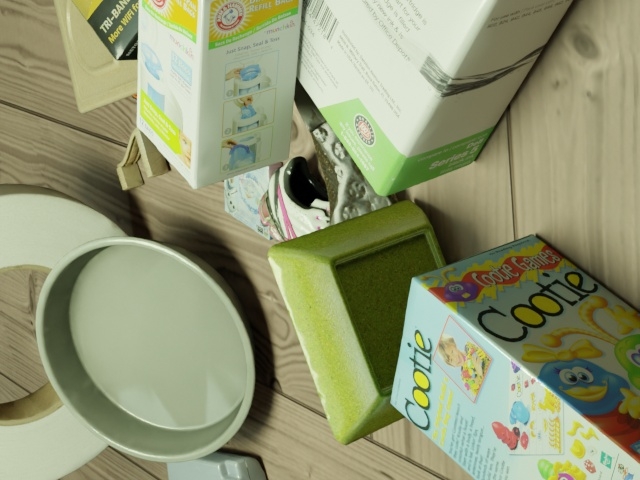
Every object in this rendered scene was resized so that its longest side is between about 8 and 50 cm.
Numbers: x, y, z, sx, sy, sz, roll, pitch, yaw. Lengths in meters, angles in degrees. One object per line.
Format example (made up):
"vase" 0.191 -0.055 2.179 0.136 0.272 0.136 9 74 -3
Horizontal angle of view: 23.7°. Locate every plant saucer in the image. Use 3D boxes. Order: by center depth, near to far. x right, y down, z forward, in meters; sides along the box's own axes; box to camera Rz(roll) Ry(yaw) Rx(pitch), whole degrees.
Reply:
"plant saucer" 0.064 0.066 1.384 0.045 0.188 0.188 -22 88 51

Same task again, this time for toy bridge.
"toy bridge" -0.204 -0.108 1.842 0.188 0.026 0.063 -17 89 58

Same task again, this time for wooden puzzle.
"wooden puzzle" -0.222 -0.323 1.699 0.348 0.081 0.322 -7 95 62

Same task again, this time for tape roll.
"tape roll" -0.386 0.124 1.898 0.072 0.392 0.392 27 128 57

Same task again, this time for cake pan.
"cake pan" -0.201 0.124 1.825 0.293 0.054 0.293 9 114 21

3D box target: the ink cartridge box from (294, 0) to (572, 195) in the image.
"ink cartridge box" 0.084 -0.201 1.272 0.198 0.115 0.273 57 147 20

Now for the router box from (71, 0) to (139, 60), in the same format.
"router box" -0.154 -0.363 1.453 0.309 0.081 0.243 -47 70 29

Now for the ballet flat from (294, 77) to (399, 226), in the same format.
"ballet flat" 0.035 -0.059 1.489 0.084 0.058 0.249 -15 101 23

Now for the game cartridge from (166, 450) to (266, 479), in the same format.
"game cartridge" -0.109 0.407 1.953 0.198 0.062 0.297 1 107 61

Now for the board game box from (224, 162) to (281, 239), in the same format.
"board game box" -0.075 -0.058 1.679 0.090 0.020 0.090 33 133 45

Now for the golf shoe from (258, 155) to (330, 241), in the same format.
"golf shoe" 0.000 0.000 1.553 0.186 0.067 0.086 56 144 23

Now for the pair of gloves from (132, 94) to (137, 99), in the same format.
"pair of gloves" -0.214 -0.203 1.822 0.074 0.010 0.083 25 124 50

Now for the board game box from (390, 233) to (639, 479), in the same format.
"board game box" 0.205 0.137 1.246 0.275 0.142 0.144 40 136 38

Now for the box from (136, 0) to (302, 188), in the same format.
"box" -0.092 -0.168 1.358 0.114 0.103 0.203 46 143 37
